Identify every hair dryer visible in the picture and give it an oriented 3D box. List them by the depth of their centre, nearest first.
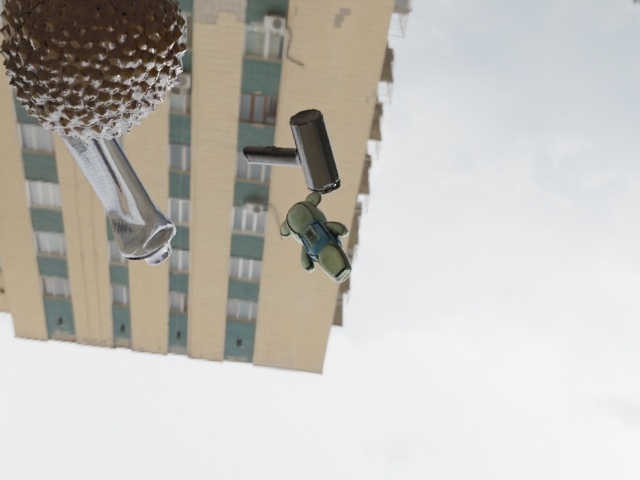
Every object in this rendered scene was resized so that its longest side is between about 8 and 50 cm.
[{"bbox_3d":[-0.086,-0.216,1.675,0.251,0.197,0.089,2,-144,26],"label":"hair dryer"}]

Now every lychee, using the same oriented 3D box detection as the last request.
[{"bbox_3d":[-0.328,-0.274,0.984,0.267,0.267,0.267,6,-145,-4],"label":"lychee"}]

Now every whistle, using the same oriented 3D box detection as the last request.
[{"bbox_3d":[0.000,0.000,1.243,0.077,0.114,0.236,38,-170,-40],"label":"whistle"}]

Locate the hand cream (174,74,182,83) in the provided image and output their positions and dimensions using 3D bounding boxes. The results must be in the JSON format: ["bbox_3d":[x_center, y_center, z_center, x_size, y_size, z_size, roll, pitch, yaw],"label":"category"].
[{"bbox_3d":[-0.517,-0.526,2.151,0.142,0.084,0.053,-11,-155,23],"label":"hand cream"}]

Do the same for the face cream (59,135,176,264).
[{"bbox_3d":[-0.480,-0.121,1.568,0.234,0.420,0.137,4,-141,47],"label":"face cream"}]
